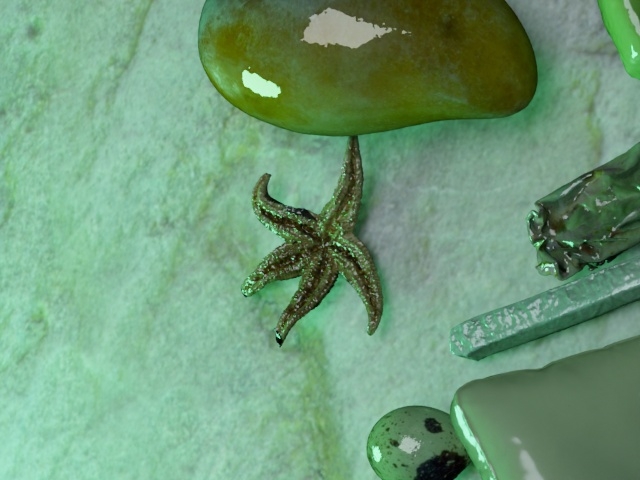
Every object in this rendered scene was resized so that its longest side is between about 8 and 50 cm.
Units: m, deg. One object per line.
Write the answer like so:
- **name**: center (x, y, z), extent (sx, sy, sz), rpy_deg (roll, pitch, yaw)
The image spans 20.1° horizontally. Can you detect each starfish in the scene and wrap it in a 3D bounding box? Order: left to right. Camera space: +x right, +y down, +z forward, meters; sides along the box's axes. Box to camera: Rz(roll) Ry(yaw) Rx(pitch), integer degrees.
- **starfish**: center (0.003, 0.002, 1.910), extent (0.213, 0.057, 0.238), rpy_deg (32, 95, 28)

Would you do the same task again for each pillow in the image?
- **pillow**: center (0.281, 0.244, 1.615), extent (0.255, 0.120, 0.322), rpy_deg (-15, 66, -16)

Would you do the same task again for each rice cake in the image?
- **rice cake**: center (0.238, 0.065, 1.763), extent (0.245, 0.045, 0.042), rpy_deg (-22, 68, 24)

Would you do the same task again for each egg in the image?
- **egg**: center (0.099, 0.206, 1.785), extent (0.110, 0.085, 0.085), rpy_deg (3, 79, 18)

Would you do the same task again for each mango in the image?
- **mango**: center (0.043, -0.206, 1.854), extent (0.384, 0.199, 0.221), rpy_deg (15, 52, 27)

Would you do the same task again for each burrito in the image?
- **burrito**: center (0.336, -0.060, 1.727), extent (0.309, 0.066, 0.096), rpy_deg (-33, 61, 16)

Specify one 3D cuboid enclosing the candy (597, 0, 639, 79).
- **candy**: center (0.312, -0.314, 1.762), extent (0.132, 0.142, 0.343), rpy_deg (-19, 69, 11)
